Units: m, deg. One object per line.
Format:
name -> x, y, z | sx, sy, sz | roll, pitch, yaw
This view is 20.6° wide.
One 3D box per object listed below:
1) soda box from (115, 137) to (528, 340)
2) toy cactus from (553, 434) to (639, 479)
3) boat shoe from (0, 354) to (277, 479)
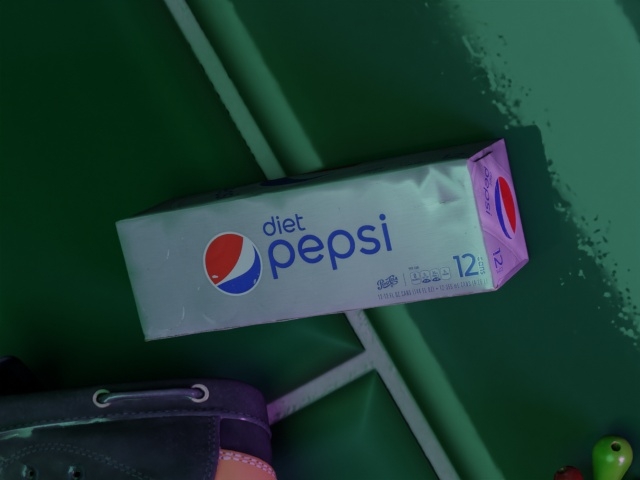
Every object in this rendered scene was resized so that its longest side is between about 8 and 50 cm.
soda box -> 0.000, 0.000, 1.290 | 0.286, 0.091, 0.098 | -10, 98, 24
toy cactus -> 0.200, 0.256, 1.251 | 0.180, 0.112, 0.219 | -25, 81, 43
boat shoe -> -0.263, 0.179, 1.389 | 0.500, 0.187, 0.156 | -2, 63, 17
